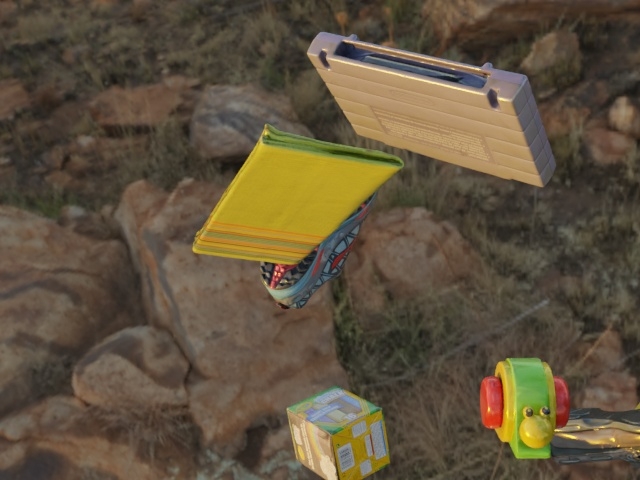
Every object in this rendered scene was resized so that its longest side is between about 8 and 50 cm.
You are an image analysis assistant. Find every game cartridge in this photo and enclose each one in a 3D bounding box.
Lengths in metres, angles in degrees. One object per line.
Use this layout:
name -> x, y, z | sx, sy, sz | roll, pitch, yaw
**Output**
game cartridge -> 0.168, -0.199, 1.316 | 0.355, 0.230, 0.068 | 21, 77, 34

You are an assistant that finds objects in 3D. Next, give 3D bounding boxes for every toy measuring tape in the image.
toy measuring tape -> 0.273, 0.204, 1.223 | 0.121, 0.121, 0.330 | -9, 6, 4

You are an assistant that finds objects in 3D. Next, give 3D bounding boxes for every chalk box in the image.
chalk box -> 0.024, 0.392, 1.797 | 0.132, 0.132, 0.213 | -20, 20, -28

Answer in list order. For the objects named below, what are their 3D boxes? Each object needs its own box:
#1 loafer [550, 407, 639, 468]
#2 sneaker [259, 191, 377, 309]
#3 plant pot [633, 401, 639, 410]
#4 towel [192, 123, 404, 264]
loafer -> 0.448, 0.293, 1.277 | 0.096, 0.084, 0.267 | -12, 1, -41
sneaker -> 0.000, 0.000, 1.401 | 0.104, 0.125, 0.262 | 29, 65, 28
plant pot -> 0.717, 0.288, 1.544 | 0.275, 0.275, 0.293 | 23, 67, 33
towel -> -0.028, -0.027, 0.675 | 0.102, 0.237, 0.021 | 7, 71, -17
